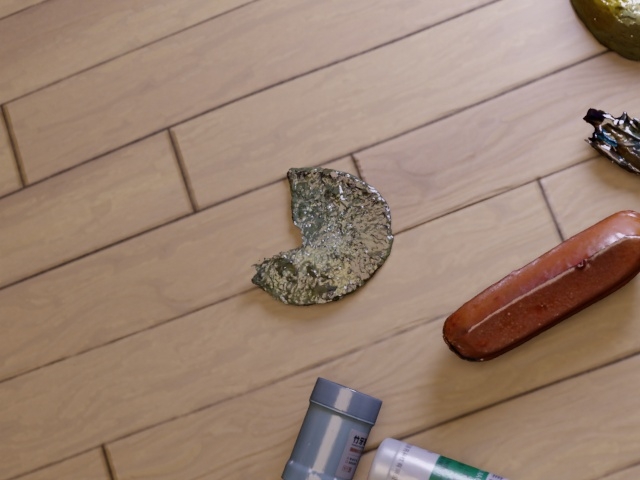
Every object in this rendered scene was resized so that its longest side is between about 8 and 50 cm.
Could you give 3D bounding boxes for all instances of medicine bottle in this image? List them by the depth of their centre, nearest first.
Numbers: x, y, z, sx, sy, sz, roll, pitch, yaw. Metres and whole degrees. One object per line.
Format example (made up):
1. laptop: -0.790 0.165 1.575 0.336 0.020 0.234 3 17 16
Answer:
1. medicine bottle: 0.196 0.357 1.892 0.260 0.095 0.095 19 84 13

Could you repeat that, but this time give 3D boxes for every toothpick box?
1. toothpick box: 0.016 0.282 1.938 0.101 0.101 0.153 20 86 14

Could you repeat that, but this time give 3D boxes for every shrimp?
1. shrimp: 0.527 -0.167 1.939 0.290 0.054 0.222 21 86 11

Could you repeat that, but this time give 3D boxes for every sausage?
1. sausage: 0.323 0.068 1.919 0.330 0.102 0.102 -31 75 5

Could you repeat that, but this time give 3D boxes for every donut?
1. donut: 0.485 -0.399 1.968 0.272 0.107 0.272 -2 77 11

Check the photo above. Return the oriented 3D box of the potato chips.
1. potato chips: -0.001 -0.001 2.031 0.202 0.029 0.220 31 85 12
